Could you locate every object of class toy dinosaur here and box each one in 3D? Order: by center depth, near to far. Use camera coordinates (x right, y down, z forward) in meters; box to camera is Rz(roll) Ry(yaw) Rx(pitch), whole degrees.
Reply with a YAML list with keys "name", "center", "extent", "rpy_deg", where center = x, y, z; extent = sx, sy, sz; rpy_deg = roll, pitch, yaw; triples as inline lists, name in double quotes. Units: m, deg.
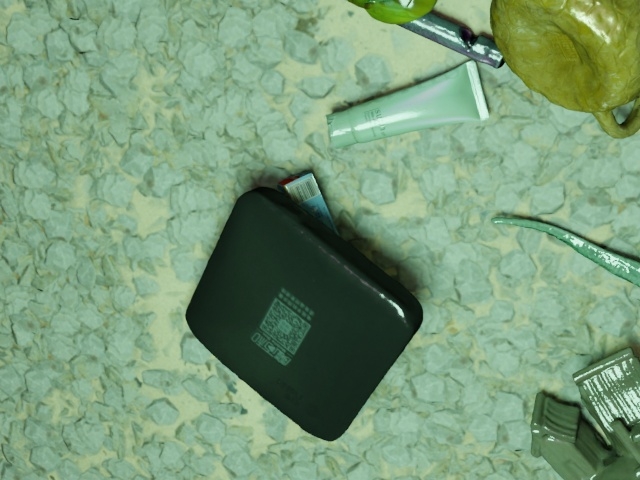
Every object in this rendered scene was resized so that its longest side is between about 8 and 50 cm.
- name: "toy dinosaur"
  center: [0.417, 0.016, 1.196]
  extent: [0.383, 0.076, 0.129]
  rpy_deg: [32, 137, 8]

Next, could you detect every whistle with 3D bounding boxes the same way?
- name: "whistle"
  center: [0.152, -0.263, 1.190]
  extent: [0.177, 0.033, 0.033]
  rpy_deg: [25, 112, 4]

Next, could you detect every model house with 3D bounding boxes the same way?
- name: "model house"
  center: [0.388, 0.250, 1.263]
  extent: [0.229, 0.122, 0.188]
  rpy_deg: [-33, 96, 24]

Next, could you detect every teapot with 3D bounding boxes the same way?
- name: "teapot"
  center: [0.318, -0.256, 1.094]
  extent: [0.167, 0.203, 0.311]
  rpy_deg: [-49, 120, -18]

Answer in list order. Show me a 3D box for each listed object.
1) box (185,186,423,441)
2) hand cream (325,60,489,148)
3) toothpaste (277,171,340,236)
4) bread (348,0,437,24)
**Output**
- name: "box"
  center: [-0.031, 0.102, 1.289]
  extent: [0.290, 0.073, 0.289]
  rpy_deg: [37, 128, 11]
- name: "hand cream"
  center: [0.110, -0.167, 1.227]
  extent: [0.205, 0.050, 0.078]
  rpy_deg: [-15, 99, 13]
- name: "toothpaste"
  center: [0.000, 0.000, 1.312]
  extent: [0.044, 0.070, 0.193]
  rpy_deg: [-26, 103, -10]
- name: "bread"
  center: [0.130, -0.439, 1.090]
  extent: [0.166, 0.112, 0.383]
  rpy_deg: [33, 111, 32]
